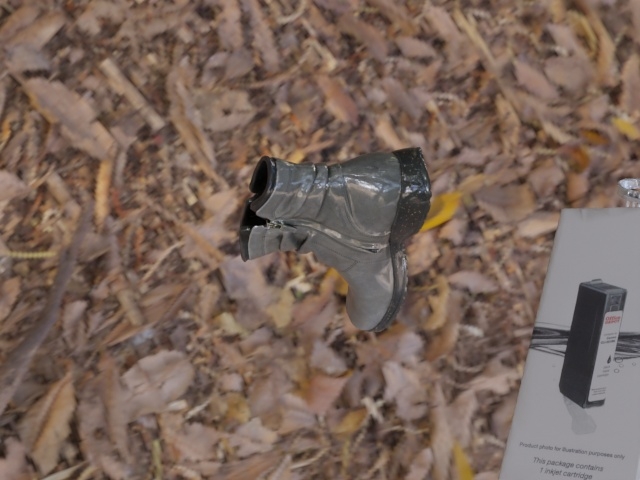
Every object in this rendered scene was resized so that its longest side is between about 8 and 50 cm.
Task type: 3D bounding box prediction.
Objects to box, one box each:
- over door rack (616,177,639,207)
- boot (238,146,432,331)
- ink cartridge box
[{"bbox_3d":[0.522,0.070,1.614,0.108,0.324,0.240,-16,118,-29],"label":"over door rack"},{"bbox_3d":[0.000,0.000,1.115,0.161,0.247,0.083,-4,53,-11],"label":"boot"},{"bbox_3d":[0.242,0.134,0.941,0.197,0.114,0.273,42,58,-47],"label":"ink cartridge box"}]
